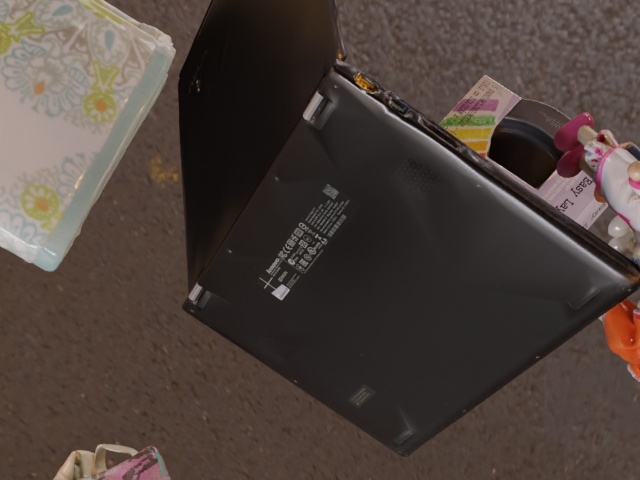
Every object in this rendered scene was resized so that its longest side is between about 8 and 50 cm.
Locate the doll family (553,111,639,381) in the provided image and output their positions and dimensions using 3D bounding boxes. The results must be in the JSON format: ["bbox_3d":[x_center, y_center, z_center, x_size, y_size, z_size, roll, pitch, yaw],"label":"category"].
[{"bbox_3d":[0.273,0.010,0.805,0.118,0.263,0.163,-29,48,-9],"label":"doll family"}]

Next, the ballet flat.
[{"bbox_3d":[-0.258,0.279,1.242,0.221,0.077,0.079,-20,72,35],"label":"ballet flat"}]

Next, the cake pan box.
[{"bbox_3d":[0.240,-0.066,1.439,0.246,0.070,0.267,40,81,25],"label":"cake pan box"}]

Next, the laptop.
[{"bbox_3d":[0.033,-0.069,0.932,0.408,0.382,0.236,35,53,-2],"label":"laptop"}]

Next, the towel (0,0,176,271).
[{"bbox_3d":[-0.382,-0.186,1.315,0.320,0.090,0.374,30,57,-13],"label":"towel"}]
